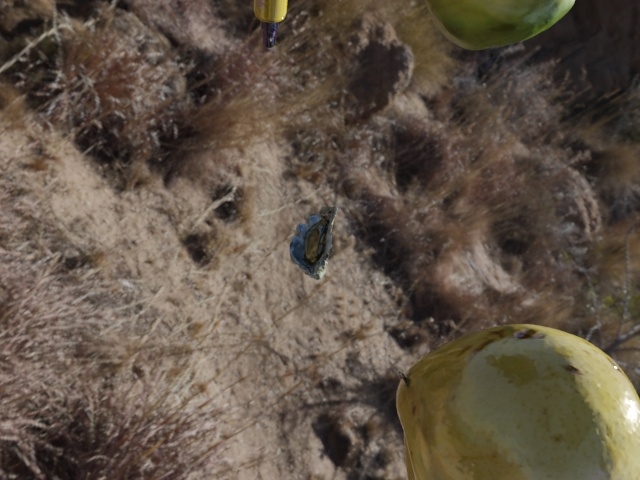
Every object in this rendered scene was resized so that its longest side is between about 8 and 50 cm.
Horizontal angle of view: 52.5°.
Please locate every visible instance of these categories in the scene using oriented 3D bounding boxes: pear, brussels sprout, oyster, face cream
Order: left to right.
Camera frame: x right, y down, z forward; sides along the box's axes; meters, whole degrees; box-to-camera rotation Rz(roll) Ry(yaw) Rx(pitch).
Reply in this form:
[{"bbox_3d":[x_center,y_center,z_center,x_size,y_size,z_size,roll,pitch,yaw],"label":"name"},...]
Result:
[{"bbox_3d":[-0.114,-0.568,1.488,0.273,0.078,0.078,99,-21,-49],"label":"face cream"},{"bbox_3d":[0.000,0.000,0.888,0.037,0.100,0.098,38,-5,-32],"label":"oyster"},{"bbox_3d":[0.205,-0.330,0.746,0.161,0.223,0.223,-2,58,-45],"label":"brussels sprout"},{"bbox_3d":[0.243,0.254,0.805,0.309,0.309,0.309,48,21,-25],"label":"pear"}]
